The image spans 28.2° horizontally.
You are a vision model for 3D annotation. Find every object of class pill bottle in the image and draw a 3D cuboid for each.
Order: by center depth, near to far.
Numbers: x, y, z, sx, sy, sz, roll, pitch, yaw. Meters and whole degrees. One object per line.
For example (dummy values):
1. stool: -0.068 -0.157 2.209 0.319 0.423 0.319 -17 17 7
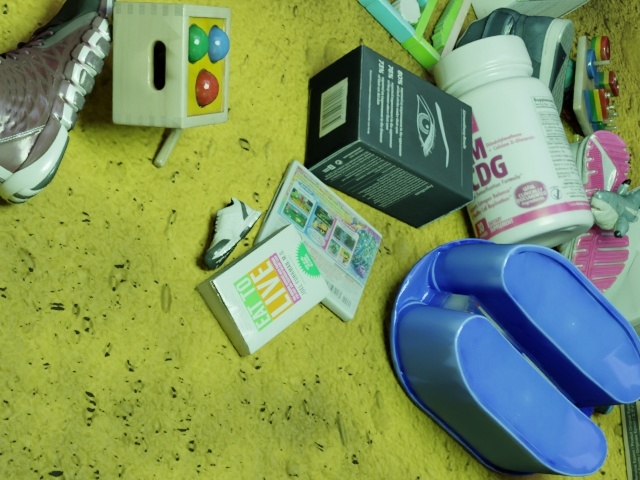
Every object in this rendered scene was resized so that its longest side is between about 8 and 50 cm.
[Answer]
1. pill bottle: 0.260 -0.128 1.764 0.160 0.160 0.283 -3 72 -44

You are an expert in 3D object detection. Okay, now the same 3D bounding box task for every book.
1. book: -0.061 0.056 1.450 0.144 0.035 0.096 -37 101 -41

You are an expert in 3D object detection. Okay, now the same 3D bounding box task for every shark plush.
1. shark plush: 0.433 -0.054 1.799 0.161 0.073 0.067 -15 115 -33

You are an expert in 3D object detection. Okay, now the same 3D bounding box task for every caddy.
1. caddy: 0.243 0.148 1.601 0.341 0.179 0.241 44 68 -19

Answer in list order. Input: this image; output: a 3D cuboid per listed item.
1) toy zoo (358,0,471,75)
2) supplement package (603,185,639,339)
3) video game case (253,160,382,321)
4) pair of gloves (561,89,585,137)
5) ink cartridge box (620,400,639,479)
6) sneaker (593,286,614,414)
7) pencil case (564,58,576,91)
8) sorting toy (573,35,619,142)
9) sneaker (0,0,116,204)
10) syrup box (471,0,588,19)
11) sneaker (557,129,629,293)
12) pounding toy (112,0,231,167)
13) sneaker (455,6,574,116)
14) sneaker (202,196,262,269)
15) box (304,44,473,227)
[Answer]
1. toy zoo: 0.098 -0.399 1.843 0.293 0.030 0.192 43 46 -20
2. supplement package: 0.563 0.045 1.937 0.262 0.198 0.199 17 58 -37
3. video game case: 0.000 0.000 1.556 0.157 0.019 0.143 40 47 -21
4. pair of gloves: 0.422 -0.201 2.066 0.083 0.010 0.074 43 49 -17
5. ink cartridge box: 0.549 0.312 1.869 0.234 0.088 0.193 22 54 -33
6. sneaker: 0.376 0.156 1.810 0.078 0.067 0.188 -12 86 -13
7. pencil case: 0.335 -0.287 1.987 0.151 0.064 0.070 27 36 -33
8. sorting toy: 0.437 -0.226 2.005 0.132 0.046 0.275 47 47 -56
9. sneaker: -0.314 -0.187 1.292 0.162 0.106 0.281 31 52 -25
10. syrup box: 0.337 -0.411 2.030 0.236 0.096 0.093 -14 79 -45
11. sneaker: 0.387 -0.034 1.883 0.103 0.111 0.252 9 87 -28
12. pounding toy: -0.141 -0.167 1.401 0.206 0.094 0.181 -25 118 -70
13. sneaker: 0.278 -0.234 1.897 0.086 0.163 0.226 -29 131 -57
14. sneaker: -0.110 -0.008 1.447 0.043 0.040 0.109 38 42 -2
15. box: 0.092 -0.131 1.644 0.207 0.108 0.153 26 53 -33
